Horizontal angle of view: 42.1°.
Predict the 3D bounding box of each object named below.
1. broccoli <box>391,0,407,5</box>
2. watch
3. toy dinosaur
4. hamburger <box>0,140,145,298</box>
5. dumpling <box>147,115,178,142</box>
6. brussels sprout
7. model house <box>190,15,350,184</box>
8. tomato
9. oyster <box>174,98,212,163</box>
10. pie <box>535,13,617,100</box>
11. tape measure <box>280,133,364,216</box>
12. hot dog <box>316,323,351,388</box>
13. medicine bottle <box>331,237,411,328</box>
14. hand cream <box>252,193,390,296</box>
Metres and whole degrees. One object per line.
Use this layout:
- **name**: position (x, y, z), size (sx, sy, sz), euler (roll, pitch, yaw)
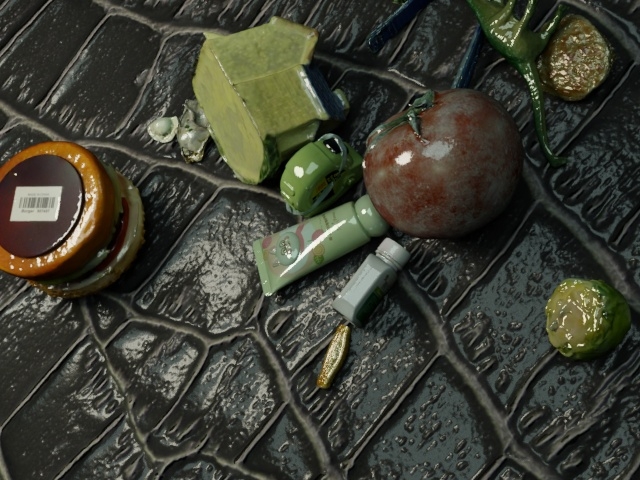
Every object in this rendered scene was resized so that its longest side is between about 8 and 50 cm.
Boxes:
- **broccoli**: position (0.084, -0.696, 1.911), size (0.362, 0.221, 0.252), euler (19, 113, 22)
- **watch**: position (0.285, -0.446, 1.828), size (0.274, 0.068, 0.276), euler (-43, 68, -1)
- **toy dinosaur**: position (0.386, -0.380, 1.754), size (0.447, 0.087, 0.300), euler (35, 120, 29)
- **hamburger**: position (-0.565, -0.041, 1.845), size (0.330, 0.250, 0.329), euler (-5, 74, 18)
- **dumpling**: position (-0.371, -0.262, 1.972), size (0.077, 0.043, 0.059), euler (-18, 86, -7)
- **brussels sprout**: position (0.506, 0.148, 1.554), size (0.152, 0.122, 0.149), euler (-26, 55, 45)
- **model house**: position (-0.101, -0.310, 1.835), size (0.266, 0.261, 0.321), euler (-27, 84, -21)
- **tomato**: position (0.237, -0.154, 1.619), size (0.317, 0.316, 0.282), euler (-33, 106, 4)
- **oyster**: position (-0.290, -0.264, 1.943), size (0.108, 0.053, 0.165), euler (27, 74, 3)
- **pie**: position (0.519, -0.380, 1.737), size (0.163, 0.079, 0.193), euler (-33, 65, 18)
- **tape measure**: position (-0.005, -0.138, 1.756), size (0.200, 0.175, 0.106), euler (-41, 65, 1)
- **hot dog**: position (0.032, 0.240, 1.706), size (0.044, 0.028, 0.137), euler (8, 71, 45)
- **medicine bottle**: position (0.104, 0.085, 1.685), size (0.069, 0.119, 0.183), euler (34, 83, 22)
- **hand cream**: position (0.000, 0.000, 1.767), size (0.306, 0.093, 0.147), euler (-26, 56, 14)
